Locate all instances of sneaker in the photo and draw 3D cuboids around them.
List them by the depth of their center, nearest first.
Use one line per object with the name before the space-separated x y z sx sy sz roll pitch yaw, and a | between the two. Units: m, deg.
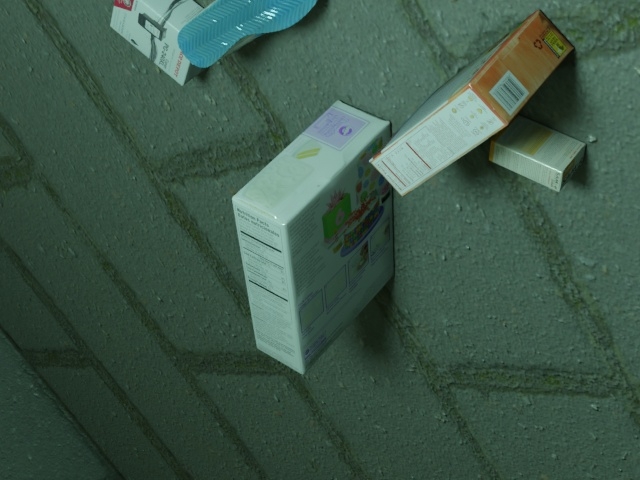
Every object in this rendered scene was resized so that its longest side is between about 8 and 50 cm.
sneaker | -0.089 -0.313 1.538 0.228 0.092 0.087 -19 112 34

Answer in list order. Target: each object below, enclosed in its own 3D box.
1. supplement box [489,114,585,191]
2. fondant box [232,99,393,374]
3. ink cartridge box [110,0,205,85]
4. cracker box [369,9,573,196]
supplement box | 0.263 -0.107 1.403 0.098 0.062 0.036 28 145 24
fondant box | 0.000 0.000 1.658 0.096 0.238 0.330 28 145 25
ink cartridge box | -0.229 -0.318 1.704 0.150 0.063 0.109 40 148 6
cracker box | 0.173 -0.156 1.357 0.067 0.156 0.232 46 149 -6
